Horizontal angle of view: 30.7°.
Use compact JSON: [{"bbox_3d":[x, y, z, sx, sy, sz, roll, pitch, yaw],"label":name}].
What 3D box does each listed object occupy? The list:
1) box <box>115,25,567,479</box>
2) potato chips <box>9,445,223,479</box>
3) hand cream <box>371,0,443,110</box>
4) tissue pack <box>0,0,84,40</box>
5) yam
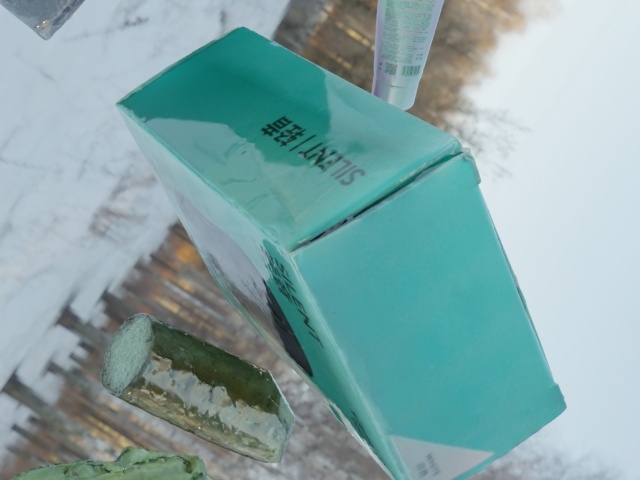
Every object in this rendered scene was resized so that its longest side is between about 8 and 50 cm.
[{"bbox_3d":[0.000,0.000,0.754,0.118,0.205,0.311,-35,-146,-11],"label":"box"},{"bbox_3d":[-0.245,0.441,1.448,0.429,0.358,0.070,-3,166,-45],"label":"potato chips"},{"bbox_3d":[0.087,-0.215,1.182,0.047,0.076,0.174,-82,180,-51],"label":"hand cream"},{"bbox_3d":[-0.259,-0.420,1.141,0.394,0.288,0.124,-36,-163,36],"label":"tissue pack"},{"bbox_3d":[-0.085,0.106,0.843,0.069,0.146,0.069,-62,-171,17],"label":"yam"}]
